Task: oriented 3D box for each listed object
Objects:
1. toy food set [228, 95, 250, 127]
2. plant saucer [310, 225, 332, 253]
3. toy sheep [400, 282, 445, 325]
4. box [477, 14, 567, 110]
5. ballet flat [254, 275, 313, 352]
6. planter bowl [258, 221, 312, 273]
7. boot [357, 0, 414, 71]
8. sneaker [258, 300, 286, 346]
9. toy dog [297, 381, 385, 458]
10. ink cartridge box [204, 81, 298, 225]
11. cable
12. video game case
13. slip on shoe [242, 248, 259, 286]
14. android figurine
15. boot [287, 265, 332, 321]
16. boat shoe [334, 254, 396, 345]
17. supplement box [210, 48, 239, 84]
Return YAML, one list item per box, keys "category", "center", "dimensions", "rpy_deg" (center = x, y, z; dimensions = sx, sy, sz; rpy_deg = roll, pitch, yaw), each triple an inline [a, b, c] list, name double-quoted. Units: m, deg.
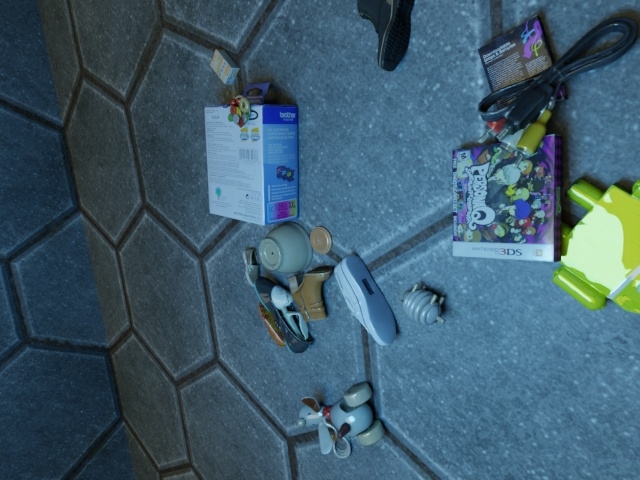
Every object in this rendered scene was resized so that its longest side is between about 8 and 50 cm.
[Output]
- category: "toy food set"
  center: [-0.219, -0.349, 1.153]
  dimensions: [0.083, 0.020, 0.083]
  rpy_deg: [24, 115, 34]
- category: "plant saucer"
  center: [0.000, 0.000, 1.254]
  dimensions: [0.083, 0.013, 0.084]
  rpy_deg: [12, 109, 39]
- category: "toy sheep"
  center: [0.248, 0.159, 1.025]
  dimensions: [0.132, 0.091, 0.091]
  rpy_deg: [36, 125, 52]
- category: "box"
  center: [0.381, -0.319, 0.811]
  dimensions: [0.116, 0.029, 0.162]
  rpy_deg: [-18, 90, 42]
- category: "ballet flat"
  center: [-0.106, 0.226, 1.368]
  dimensions: [0.096, 0.095, 0.281]
  rpy_deg: [-30, 91, 33]
- category: "planter bowl"
  center: [-0.119, 0.031, 1.305]
  dimensions: [0.162, 0.109, 0.162]
  rpy_deg: [13, 109, 40]
- category: "boot"
  center: [0.132, -0.489, 0.970]
  dimensions: [0.137, 0.076, 0.198]
  rpy_deg: [21, 102, 42]
- category: "sneaker"
  center: [-0.166, 0.285, 1.452]
  dimensions: [0.175, 0.064, 0.067]
  rpy_deg: [59, 142, 16]
- category: "toy dog"
  center: [0.035, 0.545, 1.270]
  dimensions: [0.220, 0.160, 0.334]
  rpy_deg: [53, 130, 19]
- category: "ink cartridge box"
  center: [-0.207, -0.264, 1.276]
  dimensions: [0.269, 0.151, 0.396]
  rpy_deg: [13, 111, 38]
- category: "cable"
  center: [0.403, -0.270, 0.761]
  dimensions: [0.287, 0.072, 0.139]
  rpy_deg: [-45, 51, 14]
- category: "video game case"
  center: [0.362, -0.078, 0.848]
  dimensions: [0.210, 0.041, 0.232]
  rpy_deg: [3, 95, 50]
- category: "slip on shoe"
  center: [-0.230, 0.094, 1.468]
  dimensions: [0.041, 0.051, 0.136]
  rpy_deg: [-15, 85, 32]
- category: "android figurine"
  center: [0.534, 0.016, 0.747]
  dimensions: [0.273, 0.056, 0.248]
  rpy_deg: [46, 127, 26]
- category: "boot"
  center: [-0.011, 0.163, 1.274]
  dimensions: [0.197, 0.072, 0.153]
  rpy_deg: [-21, 88, 52]
- category: "boat shoe"
  center: [0.117, 0.166, 1.152]
  dimensions: [0.084, 0.095, 0.258]
  rpy_deg: [-42, 62, 45]
- category: "supplement box"
  center: [-0.307, -0.556, 1.365]
  dimensions: [0.098, 0.036, 0.062]
  rpy_deg: [52, 131, 18]
